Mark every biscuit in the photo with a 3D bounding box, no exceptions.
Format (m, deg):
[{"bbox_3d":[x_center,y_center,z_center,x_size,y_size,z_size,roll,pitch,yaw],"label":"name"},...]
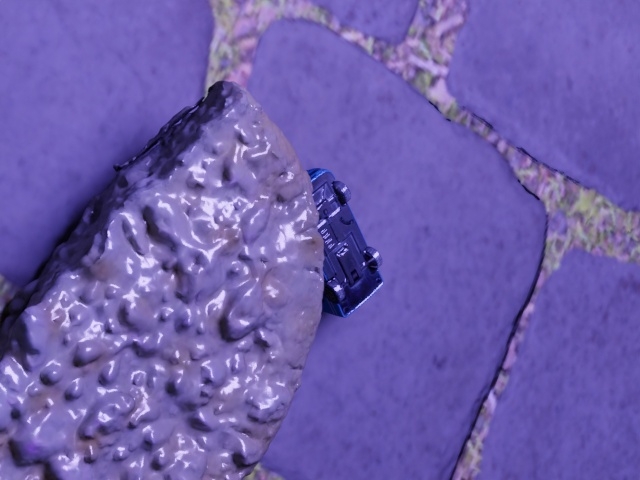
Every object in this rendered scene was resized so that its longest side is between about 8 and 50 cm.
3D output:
[{"bbox_3d":[-0.095,0.069,0.966,0.281,0.084,0.179,-49,122,-16],"label":"biscuit"}]

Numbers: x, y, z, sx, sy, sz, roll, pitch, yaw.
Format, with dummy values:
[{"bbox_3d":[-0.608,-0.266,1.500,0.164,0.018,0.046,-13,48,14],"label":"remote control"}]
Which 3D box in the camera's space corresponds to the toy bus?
[{"bbox_3d":[0.000,0.000,1.059,0.038,0.046,0.083,-40,119,-27],"label":"toy bus"}]
